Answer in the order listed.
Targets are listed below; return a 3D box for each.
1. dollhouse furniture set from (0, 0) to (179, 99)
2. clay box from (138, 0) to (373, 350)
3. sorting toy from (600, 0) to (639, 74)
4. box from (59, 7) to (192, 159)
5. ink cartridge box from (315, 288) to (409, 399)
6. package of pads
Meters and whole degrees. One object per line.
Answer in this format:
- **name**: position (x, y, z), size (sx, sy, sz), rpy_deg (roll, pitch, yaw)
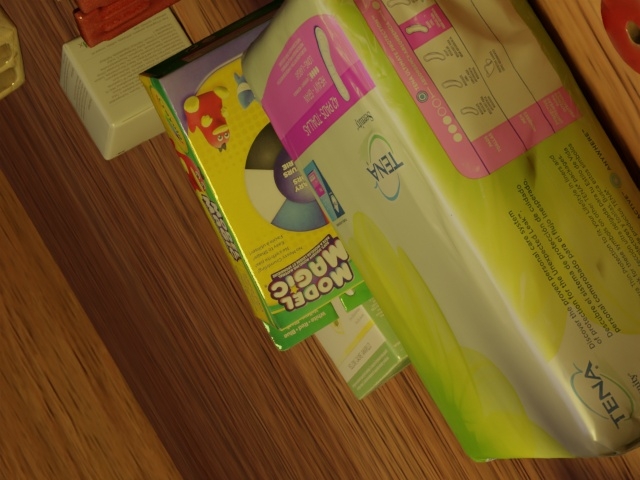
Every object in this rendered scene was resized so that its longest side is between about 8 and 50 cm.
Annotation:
- **dollhouse furniture set**: position (-0.280, -0.201, 1.159), size (0.201, 0.374, 0.152), rpy_deg (56, 168, 7)
- **clay box**: position (-0.015, -0.041, 1.080), size (0.222, 0.127, 0.053), rpy_deg (64, 164, -19)
- **sorting toy**: position (0.204, 0.007, 0.656), size (0.274, 0.046, 0.132), rpy_deg (47, 160, 35)
- **box**: position (-0.162, -0.139, 1.395), size (0.087, 0.102, 0.101), rpy_deg (59, 164, 7)
- **ink cartridge box**: position (0.000, 0.000, 1.246), size (0.235, 0.056, 0.171), rpy_deg (55, 164, 8)
- **package of pads**: position (0.080, -0.022, 0.879), size (0.296, 0.101, 0.229), rpy_deg (59, 165, -1)
